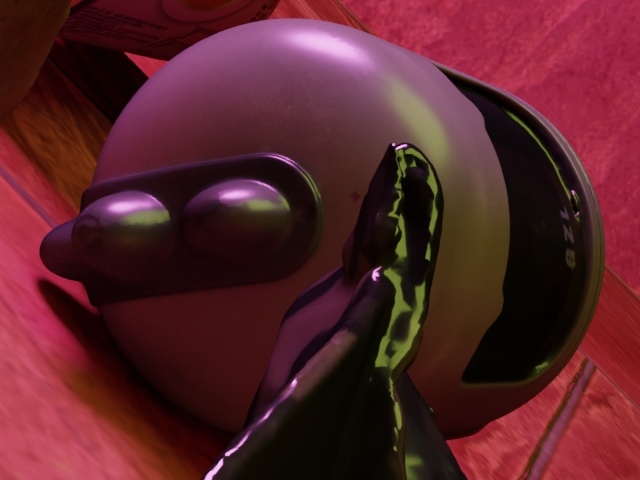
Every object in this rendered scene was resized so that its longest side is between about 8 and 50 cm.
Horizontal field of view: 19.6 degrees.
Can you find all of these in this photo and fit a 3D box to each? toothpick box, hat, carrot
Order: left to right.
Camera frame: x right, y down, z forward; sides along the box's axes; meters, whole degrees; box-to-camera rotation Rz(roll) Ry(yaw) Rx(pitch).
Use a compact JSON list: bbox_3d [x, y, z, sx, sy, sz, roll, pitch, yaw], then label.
[{"bbox_3d":[-0.138,-0.108,1.248,0.037,0.037,0.190,32,13,-45],"label":"carrot"},{"bbox_3d":[0.000,0.000,0.945,0.229,0.229,0.316,48,14,18],"label":"toothpick box"},{"bbox_3d":[0.012,0.186,0.543,0.382,0.257,0.366,-29,89,-41],"label":"hat"}]

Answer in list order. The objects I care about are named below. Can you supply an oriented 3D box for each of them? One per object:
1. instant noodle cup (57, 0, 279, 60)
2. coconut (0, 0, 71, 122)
[{"bbox_3d":[-0.132,-0.216,1.148,0.244,0.244,0.255,48,12,19],"label":"instant noodle cup"},{"bbox_3d":[-0.205,-0.119,0.539,0.259,0.259,0.259,42,12,-11],"label":"coconut"}]
